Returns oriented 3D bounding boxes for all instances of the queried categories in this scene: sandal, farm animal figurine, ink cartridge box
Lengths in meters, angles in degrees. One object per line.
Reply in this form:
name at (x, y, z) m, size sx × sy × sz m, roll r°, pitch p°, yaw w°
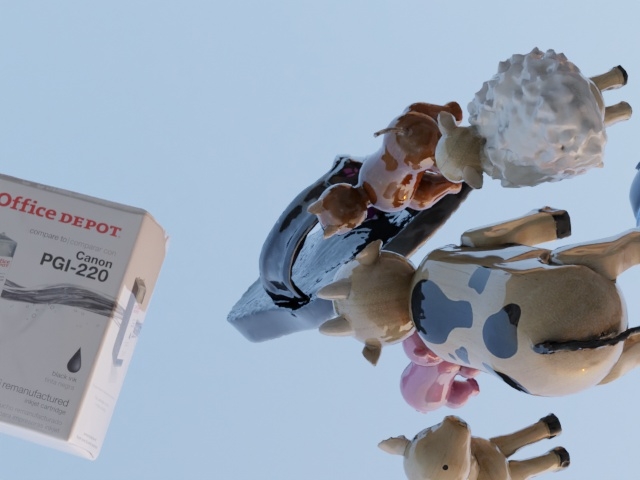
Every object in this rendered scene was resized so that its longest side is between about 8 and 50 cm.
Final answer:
sandal at (-0.002, 0.002, 1.477) m, size 0.107 × 0.446 × 0.167 m, roll 46°, pitch -118°, yaw -8°
farm animal figurine at (0.096, 0.063, 1.064) m, size 0.172 × 0.327 × 0.330 m, roll -16°, pitch -90°, yaw -31°
ink cartridge box at (-0.244, 0.065, 1.391) m, size 0.159 × 0.092 × 0.218 m, roll 14°, pitch -105°, yaw 13°

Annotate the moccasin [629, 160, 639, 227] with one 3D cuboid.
moccasin at (0.423, -0.138, 1.733) m, size 0.138 × 0.342 × 0.116 m, roll 12°, pitch -127°, yaw -17°
